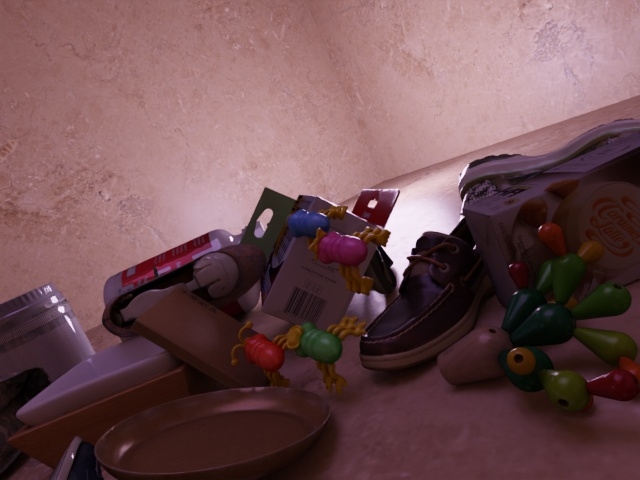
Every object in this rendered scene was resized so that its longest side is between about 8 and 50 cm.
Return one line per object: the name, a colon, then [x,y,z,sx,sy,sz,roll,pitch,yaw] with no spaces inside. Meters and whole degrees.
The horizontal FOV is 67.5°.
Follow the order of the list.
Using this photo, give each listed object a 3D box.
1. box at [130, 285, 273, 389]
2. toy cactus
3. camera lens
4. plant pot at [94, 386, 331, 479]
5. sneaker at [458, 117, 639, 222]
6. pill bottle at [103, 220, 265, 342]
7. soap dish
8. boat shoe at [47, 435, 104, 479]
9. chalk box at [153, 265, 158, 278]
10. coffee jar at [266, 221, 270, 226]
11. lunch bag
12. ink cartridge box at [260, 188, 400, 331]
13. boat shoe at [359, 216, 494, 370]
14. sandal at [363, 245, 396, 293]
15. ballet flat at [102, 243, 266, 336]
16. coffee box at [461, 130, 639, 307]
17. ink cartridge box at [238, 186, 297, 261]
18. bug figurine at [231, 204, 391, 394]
box: [-0.163,0.150,0.727,0.021,0.201,0.164,-58,2,12]
toy cactus: [0.185,0.083,0.439,0.181,0.112,0.219,-35,18,30]
camera lens: [-0.704,0.269,1.192,0.220,0.274,0.219,-23,8,3]
plant pot: [-0.105,0.202,0.501,0.237,0.032,0.236,-6,-1,0]
sneaker: [0.391,-0.054,0.770,0.411,0.158,0.182,-11,46,53]
pill bottle: [-0.303,0.112,1.215,0.408,0.228,0.229,-25,8,-5]
soap dish: [-0.300,0.235,0.780,0.291,0.118,0.229,-23,7,8]
boat shoe: [-0.213,0.259,0.416,0.095,0.079,0.254,-68,21,-4]
chalk box: [-0.319,0.156,1.016,0.132,0.212,0.132,-27,8,-20]
coffee jar: [-0.075,0.015,1.345,0.096,0.184,0.079,-27,8,-23]
lunch bag: [-0.648,0.354,0.850,0.236,0.168,0.287,-23,12,10]
ink cartridge box: [0.000,0.000,0.895,0.271,0.130,0.309,-64,10,1]
boat shoe: [0.159,0.045,0.650,0.342,0.123,0.123,-30,10,-35]
sandal: [0.088,0.037,0.982,0.086,0.120,0.303,-35,6,11]
ballet flat: [-0.240,0.090,0.873,0.316,0.107,0.106,-27,-7,-15]
coffee box: [0.319,-0.023,0.568,0.247,0.141,0.098,-25,8,1]
ink cartridge box: [-0.058,-0.010,1.100,0.056,0.235,0.171,75,-141,-84]
bug figurine: [-0.018,0.066,0.626,0.216,0.072,0.278,1,69,56]
